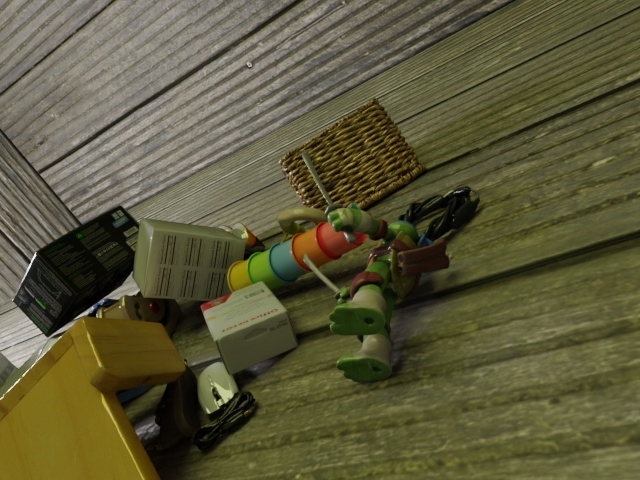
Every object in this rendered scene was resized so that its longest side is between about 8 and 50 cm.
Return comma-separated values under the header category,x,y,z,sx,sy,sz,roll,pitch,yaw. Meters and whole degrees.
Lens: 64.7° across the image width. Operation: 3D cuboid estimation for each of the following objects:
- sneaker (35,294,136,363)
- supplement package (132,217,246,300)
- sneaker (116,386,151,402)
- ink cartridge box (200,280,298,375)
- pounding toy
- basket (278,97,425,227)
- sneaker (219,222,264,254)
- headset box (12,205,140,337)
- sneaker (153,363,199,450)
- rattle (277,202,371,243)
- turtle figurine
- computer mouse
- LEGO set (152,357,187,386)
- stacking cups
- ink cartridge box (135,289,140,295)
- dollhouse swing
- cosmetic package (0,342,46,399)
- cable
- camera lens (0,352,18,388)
category,x,y,z,sx,sy,sz,roll,pitch,yaw
sneaker,-0.543,0.228,1.260,0.182,0.127,0.315,-24,22,28
supplement package,-0.306,0.044,1.158,0.203,0.149,0.194,7,6,-28
sneaker,-0.447,0.296,0.995,0.232,0.090,0.081,-30,20,-16
ink cartridge box,-0.130,0.149,0.892,0.127,0.072,0.175,-20,19,-15
pounding toy,-0.442,0.196,1.151,0.154,0.154,0.269,-28,22,12
basket,0.082,-0.162,1.275,0.299,0.223,0.213,-33,-12,1
sneaker,-0.238,0.029,1.332,0.121,0.099,0.262,-50,18,-20
headset box,-0.585,0.081,1.247,0.283,0.131,0.246,-40,4,41
sneaker,-0.249,0.270,0.846,0.071,0.066,0.188,-35,21,-2
rattle,0.000,0.000,1.079,0.199,0.130,0.143,4,46,16
turtle figurine,0.039,0.055,0.743,0.198,0.274,0.266,-60,7,37
computer mouse,-0.169,0.247,0.818,0.106,0.042,0.193,-37,22,-8
LEGO set,-0.305,0.259,1.003,0.083,0.023,0.054,-40,22,-17
stacking cups,-0.046,0.040,0.980,0.316,0.096,0.096,-23,23,37
ink cartridge box,-0.433,0.099,1.486,0.171,0.056,0.235,-26,25,19
dollhouse swing,-0.330,0.342,0.735,0.347,0.305,0.315,-46,-17,0
cosmetic package,-0.688,0.352,1.234,0.127,0.107,0.238,-22,21,20
cable,0.191,-0.038,0.919,0.184,0.047,0.150,-41,23,-18
camera lens,-0.922,0.364,1.295,0.219,0.274,0.219,-28,22,12
